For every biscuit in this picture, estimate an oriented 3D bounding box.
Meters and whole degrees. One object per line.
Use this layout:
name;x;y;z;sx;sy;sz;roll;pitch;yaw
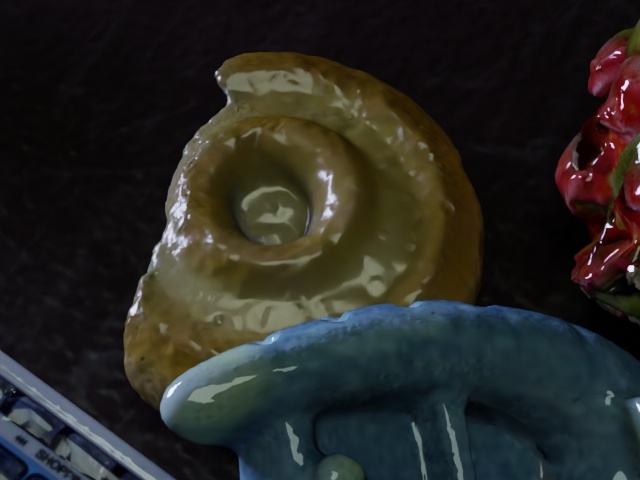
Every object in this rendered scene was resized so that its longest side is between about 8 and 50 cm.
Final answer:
biscuit;0.000;-0.001;1.194;0.213;0.091;0.274;9;55;3

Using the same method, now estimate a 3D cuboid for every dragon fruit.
dragon fruit;0.276;-0.061;1.179;0.237;0.231;0.302;39;78;12

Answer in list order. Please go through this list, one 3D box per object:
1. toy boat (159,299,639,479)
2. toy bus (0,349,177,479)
toy boat;0.077;0.133;1.040;0.330;0.123;0.215;2;68;-28
toy bus;-0.185;0.151;1.074;0.297;0.106;0.131;35;59;14
